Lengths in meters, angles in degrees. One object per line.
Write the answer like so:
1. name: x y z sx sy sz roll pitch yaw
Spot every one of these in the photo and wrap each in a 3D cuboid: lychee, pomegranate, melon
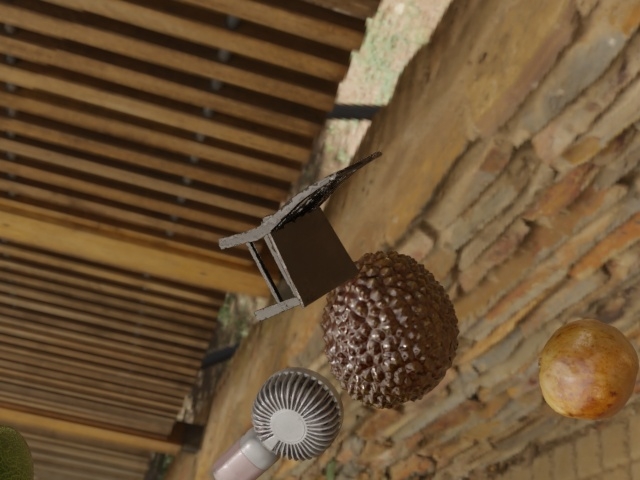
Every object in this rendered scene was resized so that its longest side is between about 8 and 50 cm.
1. lychee: 0.116 0.151 1.450 0.267 0.267 0.268 -165 90 -80
2. pomegranate: 0.622 0.303 1.909 0.248 0.248 0.248 -165 90 -80
3. melon: -0.555 0.444 1.390 0.265 0.129 0.169 -60 -19 12

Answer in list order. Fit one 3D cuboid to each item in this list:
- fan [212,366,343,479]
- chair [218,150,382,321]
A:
1. fan: -0.071 0.287 1.192 0.244 0.130 0.074 -44 1 24
2. chair: 0.000 0.000 0.785 0.084 0.102 0.212 -30 4 -41
